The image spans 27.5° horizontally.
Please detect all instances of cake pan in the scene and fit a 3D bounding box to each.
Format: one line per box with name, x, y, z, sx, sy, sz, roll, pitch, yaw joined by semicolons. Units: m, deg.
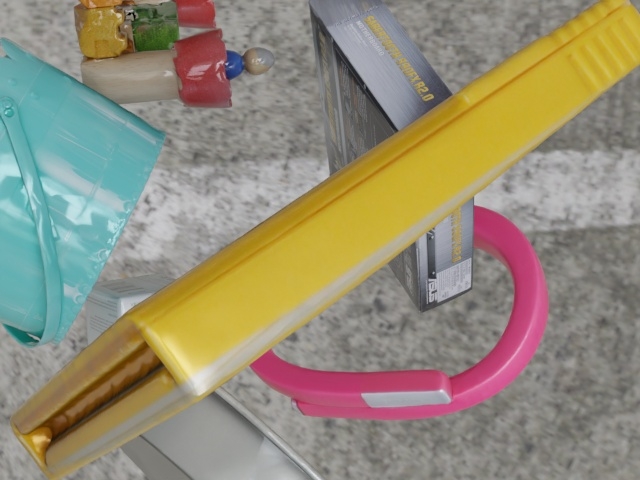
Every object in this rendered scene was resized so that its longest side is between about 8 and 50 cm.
cake pan;-0.053;0.179;0.907;0.054;0.293;0.293;-46;115;-17

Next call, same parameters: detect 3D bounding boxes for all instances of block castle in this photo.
block castle;-0.174;-0.347;1.503;0.213;0.453;0.303;-6;113;-5

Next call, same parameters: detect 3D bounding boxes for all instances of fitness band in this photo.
fitness band;0.062;0.061;1.197;0.054;0.291;0.209;58;37;-48

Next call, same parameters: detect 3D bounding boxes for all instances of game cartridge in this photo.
game cartridge;0.000;0.000;0.698;0.324;0.285;0.052;-37;91;-29

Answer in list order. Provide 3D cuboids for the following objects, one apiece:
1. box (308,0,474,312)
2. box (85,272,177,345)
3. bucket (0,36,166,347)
box;0.062;-0.075;1.099;0.056;0.183;0.231;-23;145;-11
box;-0.191;0.090;1.427;0.102;0.101;0.087;-7;100;-32
bucket;-0.284;-0.040;1.281;0.183;0.281;0.281;27;88;-10
